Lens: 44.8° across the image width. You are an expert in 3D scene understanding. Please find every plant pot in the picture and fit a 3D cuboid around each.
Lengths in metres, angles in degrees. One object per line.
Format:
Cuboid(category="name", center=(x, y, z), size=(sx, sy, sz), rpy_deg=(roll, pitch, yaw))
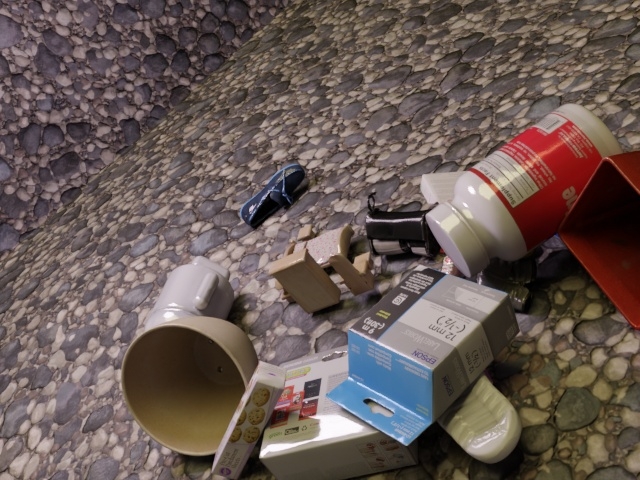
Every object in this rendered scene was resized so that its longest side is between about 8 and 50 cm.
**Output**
Cuboid(category="plant pot", center=(0.683, -0.029, 1.537), size=(0.235, 0.267, 0.267), rpy_deg=(-22, 63, -19))

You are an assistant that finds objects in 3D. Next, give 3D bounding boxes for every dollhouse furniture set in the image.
Cuboid(category="dollhouse furniture set", center=(0.000, 0.000, 2.122), size=(0.303, 0.174, 0.356), rpy_deg=(-22, 34, 28))

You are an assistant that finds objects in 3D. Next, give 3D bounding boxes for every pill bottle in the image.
Cuboid(category="pill bottle", center=(0.447, -0.102, 1.717), size=(0.407, 0.229, 0.229), rpy_deg=(-35, 33, -1))

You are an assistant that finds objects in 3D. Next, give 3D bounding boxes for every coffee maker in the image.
Cuboid(category="coffee maker", center=(0.215, -0.039, 2.038), size=(0.178, 0.171, 0.120), rpy_deg=(-3, 35, 35))

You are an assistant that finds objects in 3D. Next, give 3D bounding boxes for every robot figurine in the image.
Cuboid(category="robot figurine", center=(-0.362, 0.207, 2.154), size=(0.300, 0.199, 0.354), rpy_deg=(-57, 11, 45))

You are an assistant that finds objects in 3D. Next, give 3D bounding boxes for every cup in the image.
Cuboid(category="cup", center=(-0.281, 0.318, 1.892), size=(0.330, 0.331, 0.237), rpy_deg=(-17, 9, 21))

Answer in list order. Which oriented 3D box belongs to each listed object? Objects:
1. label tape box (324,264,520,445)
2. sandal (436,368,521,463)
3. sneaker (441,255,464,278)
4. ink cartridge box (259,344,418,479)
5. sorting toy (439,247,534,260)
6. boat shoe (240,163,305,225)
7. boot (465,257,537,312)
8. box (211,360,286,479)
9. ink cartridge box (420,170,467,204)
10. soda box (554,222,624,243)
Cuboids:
Cuboid(category="label tape box", center=(0.191, 0.215, 1.563), size=(0.347, 0.115, 0.249), rpy_deg=(-38, 33, -25))
Cuboid(category="sandal", center=(0.295, 0.319, 1.585), size=(0.169, 0.102, 0.416), rpy_deg=(-43, 24, 11))
Cuboid(category="sneaker", center=(0.309, 0.082, 1.900), size=(0.134, 0.070, 0.051), rpy_deg=(-44, 37, -16))
Cuboid(category="ink cartridge box", center=(0.048, 0.368, 1.685), size=(0.309, 0.130, 0.272), rpy_deg=(-18, 34, 20))
Cuboid(category="sorting toy", center=(0.422, -0.019, 1.962), size=(0.274, 0.046, 0.132), rpy_deg=(4, 47, 42))
Cuboid(category="boat shoe", center=(-0.142, -0.136, 2.536), size=(0.258, 0.109, 0.089), rpy_deg=(-46, 40, 8))
Cuboid(category="boot", center=(0.429, 0.057, 1.811), size=(0.161, 0.083, 0.247), rpy_deg=(-5, 62, 30))
Cuboid(category="box", center=(-0.157, 0.397, 1.688), size=(0.063, 0.067, 0.324), rpy_deg=(-84, 17, -55))
Cuboid(category="ink cartridge box", center=(0.380, -0.109, 2.044), size=(0.180, 0.056, 0.225), rpy_deg=(-5, 35, -8))
Cuboid(category="soda box", center=(0.597, -0.036, 1.801), size=(0.083, 0.092, 0.263), rpy_deg=(-33, 33, -3))
